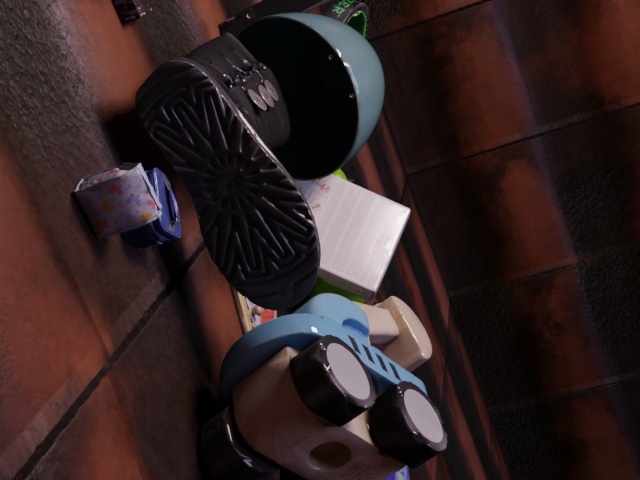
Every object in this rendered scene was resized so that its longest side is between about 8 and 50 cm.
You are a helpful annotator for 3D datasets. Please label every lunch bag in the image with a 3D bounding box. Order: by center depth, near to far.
[{"bbox_3d":[-0.233,-0.049,1.167,0.053,0.083,0.071,-79,148,-61],"label":"lunch bag"},{"bbox_3d":[-0.213,-0.039,1.265,0.067,0.065,0.098,38,37,-66],"label":"lunch bag"}]

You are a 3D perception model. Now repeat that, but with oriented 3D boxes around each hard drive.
[{"bbox_3d":[-0.018,-0.483,1.941,0.064,0.339,0.237,63,16,-12],"label":"hard drive"}]

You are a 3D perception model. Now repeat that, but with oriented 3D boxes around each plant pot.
[{"bbox_3d":[0.000,-0.275,1.763,0.195,0.290,0.290,-34,110,-45],"label":"plant pot"}]

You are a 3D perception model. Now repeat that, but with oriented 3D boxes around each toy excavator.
[{"bbox_3d":[0.039,0.182,1.465,0.433,0.222,0.445,36,28,-32],"label":"toy excavator"}]

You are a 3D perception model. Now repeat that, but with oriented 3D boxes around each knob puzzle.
[{"bbox_3d":[-0.101,0.070,1.636,0.213,0.030,0.213,-17,90,-76],"label":"knob puzzle"}]

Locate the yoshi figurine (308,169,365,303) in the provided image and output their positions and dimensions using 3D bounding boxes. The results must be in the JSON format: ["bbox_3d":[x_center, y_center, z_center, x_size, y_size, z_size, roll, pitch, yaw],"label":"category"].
[{"bbox_3d":[0.014,-0.004,1.875,0.203,0.204,0.362,-10,85,-60],"label":"yoshi figurine"}]

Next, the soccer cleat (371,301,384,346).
[{"bbox_3d":[0.106,0.198,2.049,0.331,0.116,0.143,87,-16,-55],"label":"soccer cleat"}]

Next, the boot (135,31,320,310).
[{"bbox_3d":[-0.106,-0.124,1.495,0.445,0.146,0.367,-86,150,-77],"label":"boot"}]

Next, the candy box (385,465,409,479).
[{"bbox_3d":[0.052,0.333,1.731,0.317,0.122,0.268,58,21,-48],"label":"candy box"}]

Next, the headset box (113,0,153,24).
[{"bbox_3d":[-0.280,-0.362,1.446,0.062,0.032,0.083,-68,141,-67],"label":"headset box"}]

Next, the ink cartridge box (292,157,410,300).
[{"bbox_3d":[0.025,-0.021,1.798,0.066,0.232,0.189,103,11,-62],"label":"ink cartridge box"}]

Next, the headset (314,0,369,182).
[{"bbox_3d":[0.031,-0.288,2.017,0.243,0.185,0.394,-46,158,-57],"label":"headset"}]
